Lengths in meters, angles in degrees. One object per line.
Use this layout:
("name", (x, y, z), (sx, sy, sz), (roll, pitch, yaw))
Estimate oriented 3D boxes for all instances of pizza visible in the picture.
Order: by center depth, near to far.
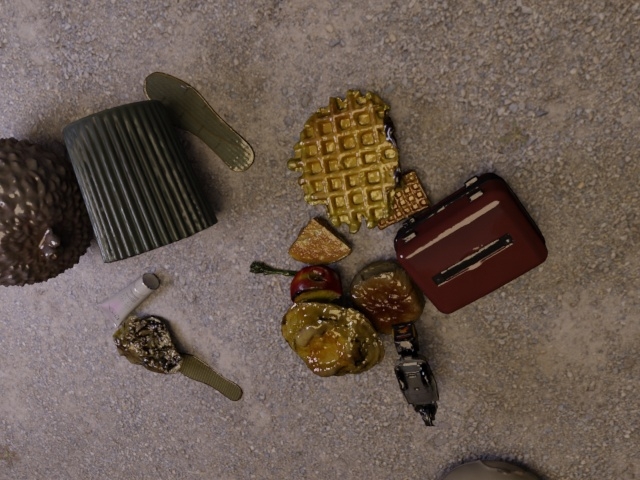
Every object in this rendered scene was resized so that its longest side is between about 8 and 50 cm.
("pizza", (0.000, 0.000, 1.395), (0.175, 0.046, 0.134), (6, 112, 12))

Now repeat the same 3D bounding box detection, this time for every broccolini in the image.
("broccolini", (-0.125, 0.080, 1.472), (0.140, 0.030, 0.035), (5, 75, 8))

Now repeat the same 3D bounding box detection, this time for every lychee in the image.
("lychee", (-0.787, -0.079, 1.404), (0.432, 0.380, 0.380), (35, 117, 29))

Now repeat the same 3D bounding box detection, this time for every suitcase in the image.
("suitcase", (0.338, 0.010, 1.240), (0.297, 0.161, 0.236), (-35, 106, 21))

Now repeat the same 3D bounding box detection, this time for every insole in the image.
("insole", (-0.312, -0.305, 1.383), (0.348, 0.009, 0.119), (41, 113, -3))
("insole", (-0.351, 0.417, 1.661), (0.253, 0.005, 0.086), (29, 114, 3))

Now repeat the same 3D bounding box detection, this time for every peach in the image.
("peach", (-0.016, 0.123, 1.408), (0.127, 0.092, 0.172), (3, 150, -14))

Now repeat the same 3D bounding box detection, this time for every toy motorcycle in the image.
("toy motorcycle", (0.246, 0.348, 1.362), (0.091, 0.157, 0.263), (-15, 125, 12))

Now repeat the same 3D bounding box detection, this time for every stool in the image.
("stool", (-0.450, -0.148, 1.330), (0.297, 0.297, 0.330), (-15, 102, 19))

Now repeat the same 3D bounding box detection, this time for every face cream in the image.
("face cream", (-0.572, 0.174, 1.605), (0.244, 0.058, 0.092), (-35, 93, 28))

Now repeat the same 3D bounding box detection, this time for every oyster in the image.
("oyster", (-0.534, 0.330, 1.638), (0.223, 0.083, 0.214), (-32, 95, 30))

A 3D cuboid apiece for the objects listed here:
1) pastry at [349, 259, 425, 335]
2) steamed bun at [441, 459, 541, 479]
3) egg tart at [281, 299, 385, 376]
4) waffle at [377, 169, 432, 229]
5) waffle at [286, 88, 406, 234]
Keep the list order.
("pastry", (0.166, 0.146, 1.379), (0.182, 0.093, 0.192), (-21, 111, 20))
("steamed bun", (0.481, 0.803, 1.465), (0.375, 0.241, 0.374), (5, 114, 12))
("egg tart", (0.023, 0.272, 1.400), (0.297, 0.132, 0.297), (13, 136, 13))
("waffle", (0.185, -0.099, 1.312), (0.148, 0.042, 0.102), (-26, 100, 21))
("waffle", (0.075, -0.182, 1.275), (0.307, 0.060, 0.312), (-44, 84, 24))
